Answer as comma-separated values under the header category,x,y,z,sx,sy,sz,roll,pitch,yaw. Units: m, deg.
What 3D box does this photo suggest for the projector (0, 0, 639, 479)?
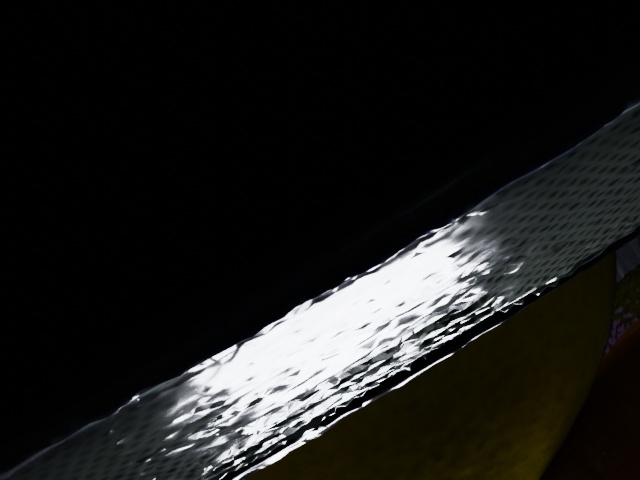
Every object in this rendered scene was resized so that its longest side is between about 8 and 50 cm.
category,x,y,z,sx,sy,sz,roll,pitch,yaw
projector,-0.086,-0.108,0.538,0.395,0.405,0.242,59,-179,21

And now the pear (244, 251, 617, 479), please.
category,x,y,z,sx,sy,sz,roll,pitch,yaw
pear,0.000,0.000,0.799,0.362,0.362,0.418,-58,-47,-83

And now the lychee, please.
category,x,y,z,sx,sy,sz,roll,pitch,yaw
lychee,0.309,0.083,1.151,0.146,0.114,0.114,75,172,-45

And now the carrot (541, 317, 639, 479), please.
category,x,y,z,sx,sy,sz,roll,pitch,yaw
carrot,0.225,0.121,0.823,0.159,0.225,0.159,50,-171,-10
